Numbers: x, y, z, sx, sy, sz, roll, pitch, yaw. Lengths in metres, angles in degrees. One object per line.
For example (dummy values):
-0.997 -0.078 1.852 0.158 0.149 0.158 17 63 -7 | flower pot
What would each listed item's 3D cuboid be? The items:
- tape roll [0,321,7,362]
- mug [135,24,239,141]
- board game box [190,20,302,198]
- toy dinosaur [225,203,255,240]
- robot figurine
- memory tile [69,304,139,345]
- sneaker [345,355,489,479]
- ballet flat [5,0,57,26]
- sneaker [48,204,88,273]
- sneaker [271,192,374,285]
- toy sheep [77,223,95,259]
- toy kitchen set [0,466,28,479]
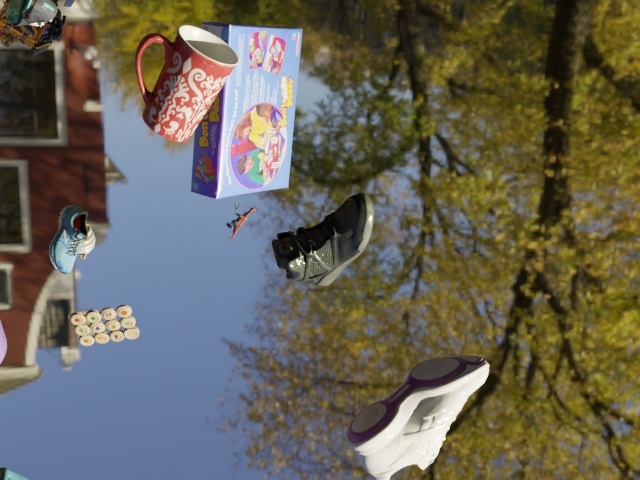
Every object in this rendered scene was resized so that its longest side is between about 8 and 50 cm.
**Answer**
-0.672 0.181 1.604 0.189 0.080 0.189 0 -140 0 | tape roll
-0.240 -0.271 1.500 0.150 0.169 0.113 34 -153 0 | mug
-0.152 -0.274 1.856 0.078 0.347 0.233 16 -162 34 | board game box
-0.196 -0.052 2.247 0.082 0.090 0.047 -17 167 38 | toy dinosaur
-0.662 -0.578 2.048 0.211 0.291 0.085 28 174 -32 | robot figurine
-0.517 0.206 2.132 0.148 0.113 0.012 -9 -139 -3 | memory tile
0.189 0.322 1.630 0.305 0.152 0.114 -32 -159 -16 | sneaker
-0.577 -0.459 1.786 0.074 0.074 0.203 -8 -169 -32 | ballet flat
-0.576 -0.003 2.049 0.073 0.162 0.063 1 169 37 | sneaker
0.000 0.000 1.556 0.130 0.227 0.087 4 -127 -34 | sneaker
-0.668 0.002 2.465 0.091 0.132 0.091 9 -140 -8 | toy sheep
-0.399 0.435 1.386 0.166 0.207 0.122 -17 -128 19 | toy kitchen set
